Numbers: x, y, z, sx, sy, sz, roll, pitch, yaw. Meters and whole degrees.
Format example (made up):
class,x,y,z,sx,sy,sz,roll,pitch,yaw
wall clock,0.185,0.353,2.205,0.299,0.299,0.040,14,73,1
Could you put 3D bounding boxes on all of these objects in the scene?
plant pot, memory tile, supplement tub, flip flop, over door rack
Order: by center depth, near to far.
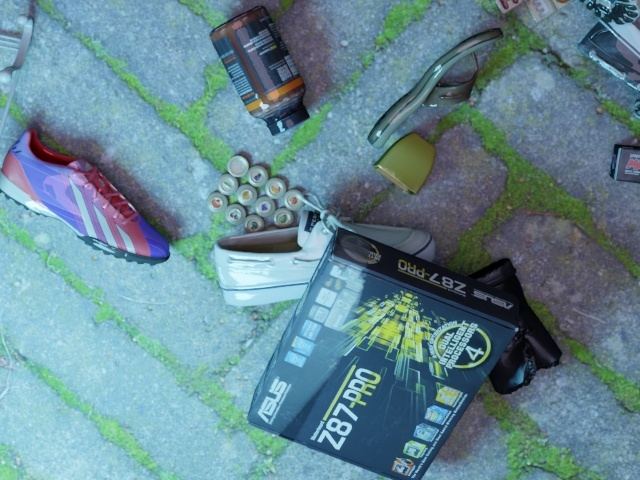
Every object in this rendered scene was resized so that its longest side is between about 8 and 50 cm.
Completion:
class,x,y,z,sx,sy,sz,roll,pitch,yaw
flip flop,0.191,-0.237,1.896,0.080,0.112,0.277,45,104,-2
over door rack,-0.612,-0.231,1.898,0.239,0.108,0.324,11,83,1
supplement tub,-0.092,-0.270,1.906,0.106,0.106,0.198,-26,99,7
plant pot,0.145,-0.131,1.938,0.081,0.081,0.083,36,88,-4
memory tile,-0.109,-0.067,1.993,0.148,0.012,0.113,32,101,-3

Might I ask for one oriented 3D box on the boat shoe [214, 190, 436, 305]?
class,x,y,z,sx,sy,sz,roll,pitch,yaw
boat shoe,-0.001,-0.004,1.937,0.367,0.136,0.156,-9,114,11

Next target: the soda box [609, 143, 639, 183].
class,x,y,z,sx,sy,sz,roll,pitch,yaw
soda box,0.564,-0.119,1.931,0.169,0.053,0.060,6,101,2

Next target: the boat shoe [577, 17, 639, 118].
class,x,y,z,sx,sy,sz,roll,pitch,yaw
boat shoe,0.542,-0.232,1.882,0.306,0.113,0.105,42,106,-3

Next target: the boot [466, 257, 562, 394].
class,x,y,z,sx,sy,sz,roll,pitch,yaw
boot,0.259,0.171,1.980,0.246,0.094,0.207,-27,95,1

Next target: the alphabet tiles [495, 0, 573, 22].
class,x,y,z,sx,sy,sz,roll,pitch,yaw
alphabet tiles,0.367,-0.475,1.893,0.237,0.009,0.198,-30,98,7

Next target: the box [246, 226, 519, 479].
class,x,y,z,sx,sy,sz,roll,pitch,yaw
box,0.094,0.197,1.915,0.318,0.097,0.395,23,125,-6

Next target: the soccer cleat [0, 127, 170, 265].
class,x,y,z,sx,sy,sz,roll,pitch,yaw
soccer cleat,-0.381,-0.068,1.958,0.318,0.108,0.116,29,105,1

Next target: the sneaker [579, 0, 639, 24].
class,x,y,z,sx,sy,sz,roll,pitch,yaw
sneaker,0.400,-0.488,1.836,0.330,0.130,0.147,43,74,2
